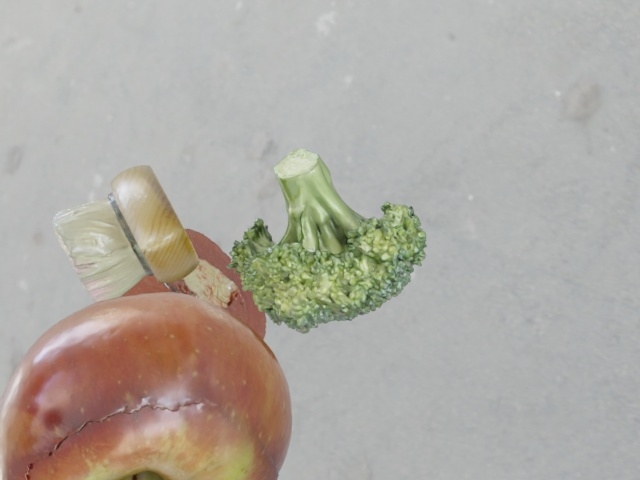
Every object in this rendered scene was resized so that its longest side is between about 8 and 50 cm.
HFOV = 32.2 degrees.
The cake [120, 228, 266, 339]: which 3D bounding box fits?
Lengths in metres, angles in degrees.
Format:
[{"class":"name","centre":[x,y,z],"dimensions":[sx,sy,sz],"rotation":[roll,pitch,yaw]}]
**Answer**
[{"class":"cake","centre":[-0.222,0.112,1.889],"dimensions":[0.151,0.283,0.177],"rotation":[-33,12,32]}]

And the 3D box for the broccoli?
[{"class":"broccoli","centre":[0.007,0.019,1.592],"dimensions":[0.288,0.260,0.235],"rotation":[-21,57,4]}]

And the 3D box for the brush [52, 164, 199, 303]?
[{"class":"brush","centre":[-0.272,0.000,1.549],"dimensions":[0.174,0.166,0.267],"rotation":[65,171,-11]}]

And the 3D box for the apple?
[{"class":"apple","centre":[-0.166,0.165,1.021],"dimensions":[0.272,0.251,0.206],"rotation":[-32,40,15]}]
